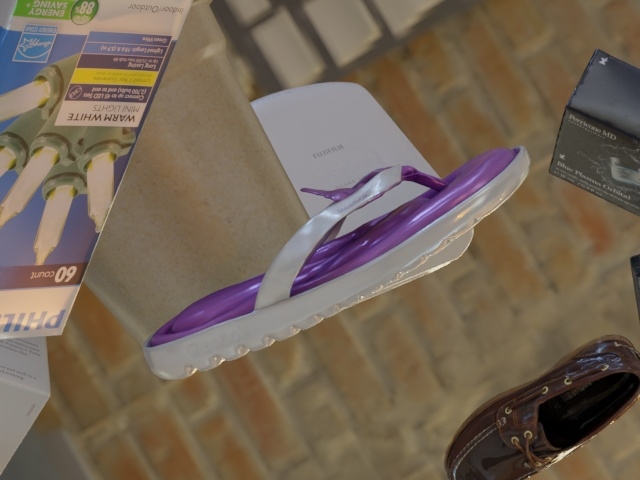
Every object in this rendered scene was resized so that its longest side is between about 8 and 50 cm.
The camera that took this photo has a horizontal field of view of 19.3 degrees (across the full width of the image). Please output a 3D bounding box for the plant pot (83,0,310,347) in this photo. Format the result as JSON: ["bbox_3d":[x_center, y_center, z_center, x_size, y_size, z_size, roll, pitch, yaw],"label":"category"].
[{"bbox_3d":[-0.166,-0.053,2.002,0.305,0.334,0.334,55,-2,-2],"label":"plant pot"}]

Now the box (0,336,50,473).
[{"bbox_3d":[-0.406,0.161,1.987,0.181,0.182,0.119,21,30,-25],"label":"box"}]

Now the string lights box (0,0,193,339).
[{"bbox_3d":[-0.190,-0.062,1.171,0.133,0.260,0.077,-3,36,-44],"label":"string lights box"}]

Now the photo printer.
[{"bbox_3d":[0.009,-0.068,2.384,0.307,0.256,0.107,53,-32,27],"label":"photo printer"}]

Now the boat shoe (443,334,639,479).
[{"bbox_3d":[0.195,0.160,1.648,0.073,0.207,0.073,46,13,-18],"label":"boat shoe"}]

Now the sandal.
[{"bbox_3d":[-0.001,0.004,1.740,0.102,0.416,0.169,58,14,-12],"label":"sandal"}]

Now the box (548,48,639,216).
[{"bbox_3d":[0.354,-0.114,2.143,0.156,0.093,0.158,26,-25,12],"label":"box"}]

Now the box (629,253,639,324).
[{"bbox_3d":[0.439,0.090,1.902,0.059,0.232,0.183,153,-69,-72],"label":"box"}]
